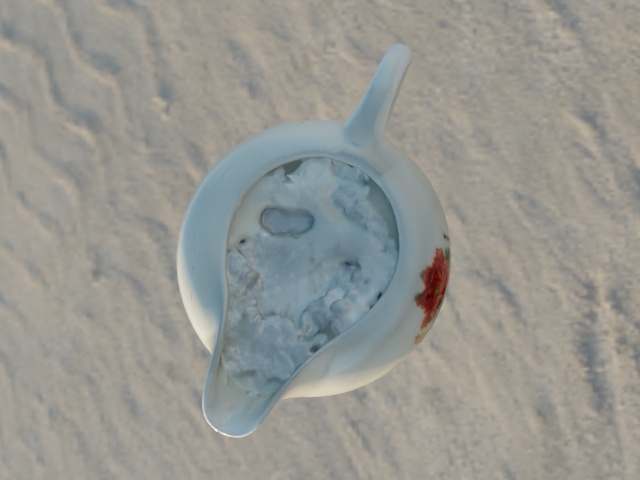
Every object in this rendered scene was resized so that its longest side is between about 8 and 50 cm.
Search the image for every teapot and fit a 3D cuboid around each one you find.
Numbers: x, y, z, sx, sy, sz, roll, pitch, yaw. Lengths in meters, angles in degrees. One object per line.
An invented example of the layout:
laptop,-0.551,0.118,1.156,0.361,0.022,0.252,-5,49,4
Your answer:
teapot,0.000,0.000,0.707,0.092,0.145,0.226,87,-156,-81
